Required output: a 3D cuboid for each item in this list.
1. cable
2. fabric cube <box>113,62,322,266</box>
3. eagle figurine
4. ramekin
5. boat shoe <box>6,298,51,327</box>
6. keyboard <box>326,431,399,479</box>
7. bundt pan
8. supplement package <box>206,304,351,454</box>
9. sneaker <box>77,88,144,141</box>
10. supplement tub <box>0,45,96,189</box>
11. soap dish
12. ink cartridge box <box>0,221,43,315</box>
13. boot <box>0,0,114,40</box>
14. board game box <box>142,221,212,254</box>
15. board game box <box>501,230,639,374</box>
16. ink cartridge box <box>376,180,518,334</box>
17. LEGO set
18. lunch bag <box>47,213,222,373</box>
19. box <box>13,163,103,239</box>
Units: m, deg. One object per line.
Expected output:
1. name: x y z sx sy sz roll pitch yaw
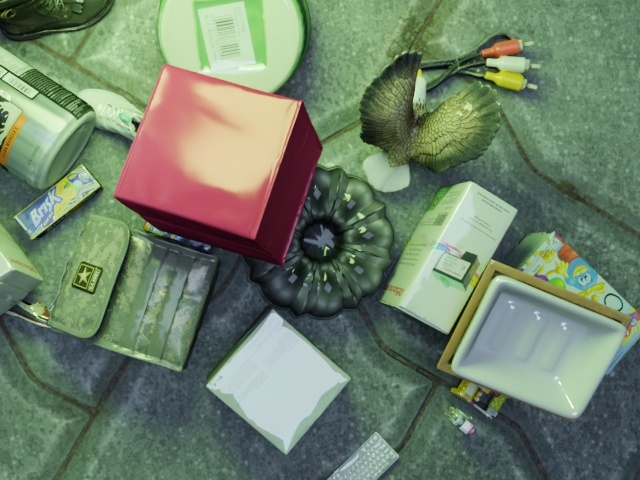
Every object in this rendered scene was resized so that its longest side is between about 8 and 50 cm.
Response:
1. cable: 0.313 -0.376 1.668 0.287 0.072 0.139 -2 84 -7
2. fabric cube: -0.168 -0.125 1.429 0.258 0.259 0.254 16 80 11
3. eagle figurine: 0.184 -0.230 1.535 0.226 0.298 0.225 -23 92 -7
4. ramekin: -0.167 -0.400 1.521 0.303 0.148 0.303 -1 111 -2
5. boat shoe: -0.565 0.137 1.566 0.137 0.049 0.043 21 84 -1
6. keyboard: 0.047 0.510 1.646 0.256 0.014 0.072 -43 94 -6
7. bundt pan: 0.000 0.000 1.598 0.331 0.124 0.331 0 88 -7
8. supplement package: -0.086 0.268 1.567 0.203 0.149 0.194 42 84 -4
9. sneaker: -0.386 -0.240 1.570 0.212 0.094 0.080 28 87 -5
10. supplement tub: -0.602 -0.253 1.495 0.316 0.193 0.193 33 85 -4
11. soap dish: 0.389 0.180 1.476 0.291 0.118 0.229 22 104 -6
12. ink cartridge box: -0.667 0.029 1.472 0.168 0.171 0.232 -39 82 -7
13. boot: -0.520 -0.453 1.490 0.263 0.229 0.091 -24 92 -7
14. board game box: -0.260 -0.075 1.605 0.141 0.048 0.170 20 87 -5
15. board game box: 0.506 0.126 1.645 0.275 0.144 0.142 43 84 -5
16. ink cartridge box: 0.244 0.033 1.585 0.117 0.201 0.278 31 86 -8
17. LEGO set: 0.381 0.277 1.633 0.107 0.132 0.287 38 102 -11
18. lunch bag: -0.359 0.097 1.532 0.287 0.169 0.235 18 83 -2
19. box: -0.514 -0.075 1.571 0.169 0.054 0.059 -40 93 -5
